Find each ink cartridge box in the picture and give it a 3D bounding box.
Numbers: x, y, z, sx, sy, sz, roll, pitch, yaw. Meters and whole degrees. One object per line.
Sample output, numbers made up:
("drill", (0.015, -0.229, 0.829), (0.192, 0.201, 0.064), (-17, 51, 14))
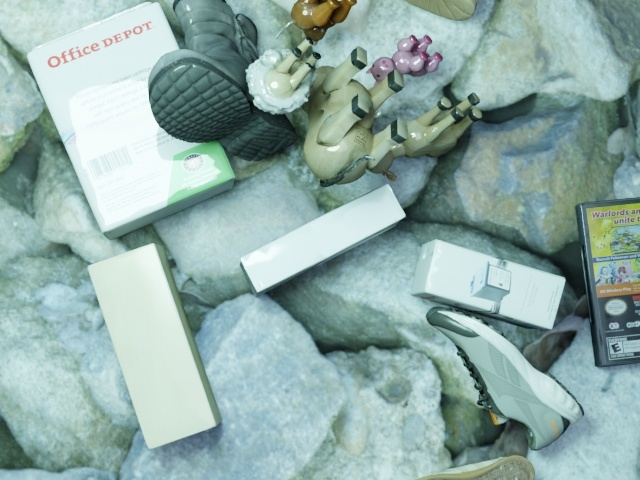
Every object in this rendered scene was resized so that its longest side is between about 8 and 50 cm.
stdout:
("ink cartridge box", (-0.269, -0.169, 1.682), (0.201, 0.117, 0.278), (-23, 87, -7))
("ink cartridge box", (0.238, 0.065, 1.695), (0.190, 0.139, 0.082), (15, 85, -3))

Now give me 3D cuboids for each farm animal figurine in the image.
("farm animal figurine", (0.049, -0.183, 1.641), (0.330, 0.327, 0.172), (40, 127, -14))

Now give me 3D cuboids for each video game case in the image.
("video game case", (0.536, 0.054, 1.778), (0.274, 0.035, 0.248), (-6, 85, -5))

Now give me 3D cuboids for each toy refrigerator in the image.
("toy refrigerator", (-0.233, 0.149, 1.669), (0.102, 0.094, 0.270), (-20, 86, 0))

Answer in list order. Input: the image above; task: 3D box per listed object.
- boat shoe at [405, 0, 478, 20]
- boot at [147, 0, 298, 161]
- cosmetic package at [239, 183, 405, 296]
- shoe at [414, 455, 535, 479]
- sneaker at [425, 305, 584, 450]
("boat shoe", (0.115, -0.429, 1.759), (0.285, 0.103, 0.092), (27, 66, 5))
("boot", (-0.160, -0.245, 1.590), (0.118, 0.338, 0.223), (-24, 73, 13))
("cosmetic package", (0.000, 0.000, 1.701), (0.239, 0.099, 0.060), (-27, 88, -8))
("shoe", (0.204, 0.367, 1.704), (0.219, 0.058, 0.077), (-14, 78, -5))
("sneaker", (0.255, 0.197, 1.707), (0.271, 0.100, 0.108), (42, 88, 0))
